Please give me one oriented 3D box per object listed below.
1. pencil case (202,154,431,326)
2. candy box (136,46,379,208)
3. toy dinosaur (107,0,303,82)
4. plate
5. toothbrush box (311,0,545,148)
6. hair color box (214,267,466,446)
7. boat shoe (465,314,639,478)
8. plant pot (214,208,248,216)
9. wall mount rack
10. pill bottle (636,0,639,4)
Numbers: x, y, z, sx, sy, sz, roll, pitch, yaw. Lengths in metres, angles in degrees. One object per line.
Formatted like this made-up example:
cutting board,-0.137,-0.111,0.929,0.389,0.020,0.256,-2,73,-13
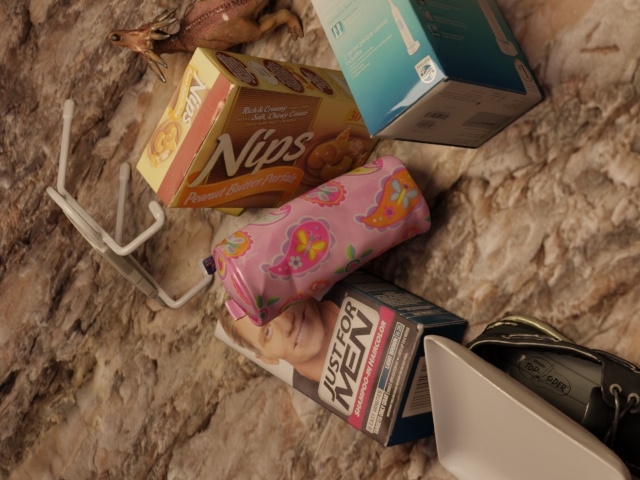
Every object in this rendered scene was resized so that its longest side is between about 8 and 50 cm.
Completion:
pencil case,0.000,0.000,1.290,0.124,0.284,0.124,53,164,23
candy box,-0.061,-0.135,1.310,0.087,0.316,0.183,48,120,30
toy dinosaur,-0.159,-0.315,1.474,0.295,0.200,0.127,-31,70,37
plate,0.238,0.249,1.146,0.277,0.045,0.278,35,152,37
toothbrush box,0.112,-0.271,1.220,0.126,0.216,0.296,-35,68,36
hair color box,0.015,0.122,1.387,0.347,0.105,0.174,26,107,40
boat shoe,0.302,0.182,1.121,0.340,0.113,0.127,35,114,37
plant pot,-0.132,-0.092,1.515,0.095,0.134,0.134,48,124,1
wall mount rack,-0.317,-0.048,1.599,0.130,0.350,0.304,-42,60,-7
pill bottle,0.321,-0.334,1.102,0.193,0.108,0.108,51,122,29
